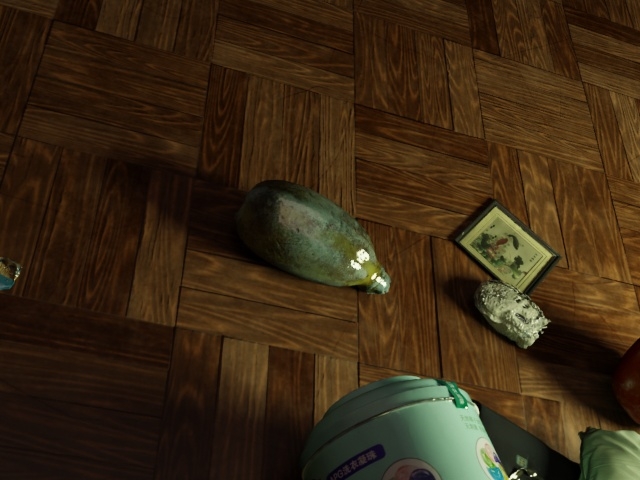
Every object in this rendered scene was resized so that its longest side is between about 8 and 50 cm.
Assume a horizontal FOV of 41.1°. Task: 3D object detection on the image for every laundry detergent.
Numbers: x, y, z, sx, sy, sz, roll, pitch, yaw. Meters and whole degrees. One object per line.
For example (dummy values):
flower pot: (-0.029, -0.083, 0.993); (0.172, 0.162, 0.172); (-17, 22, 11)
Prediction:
laundry detergent: (0.133, 0.373, 1.244); (0.287, 0.287, 0.305); (-4, 52, -27)

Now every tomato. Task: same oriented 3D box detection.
tomato: (0.644, 0.263, 1.652); (0.200, 0.140, 0.233); (-47, 124, -25)

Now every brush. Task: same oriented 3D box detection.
brush: (-0.531, 0.090, 1.346); (0.051, 0.014, 0.164); (25, 50, -4)

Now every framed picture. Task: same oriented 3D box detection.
framed picture: (0.404, 0.019, 1.827); (0.199, 0.010, 0.195); (43, 50, 10)

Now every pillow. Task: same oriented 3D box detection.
pillow: (0.559, 0.458, 1.418); (0.284, 0.138, 0.310); (20, 35, 3)

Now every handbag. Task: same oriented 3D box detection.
handbag: (0.337, 0.407, 1.452); (0.254, 0.088, 0.211); (32, 40, -7)

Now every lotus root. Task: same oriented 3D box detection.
lotus root: (0.000, 0.000, 1.574); (0.322, 0.140, 0.158); (27, 48, -7)

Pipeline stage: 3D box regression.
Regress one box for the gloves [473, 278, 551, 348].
gloves: (0.377, 0.133, 1.688); (0.153, 0.070, 0.114); (39, 49, 10)
